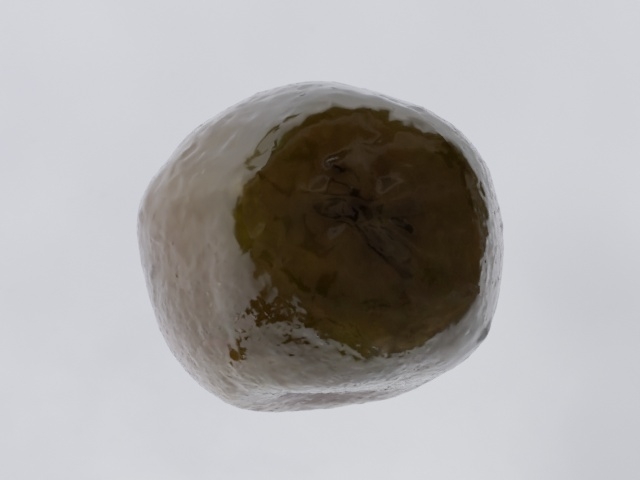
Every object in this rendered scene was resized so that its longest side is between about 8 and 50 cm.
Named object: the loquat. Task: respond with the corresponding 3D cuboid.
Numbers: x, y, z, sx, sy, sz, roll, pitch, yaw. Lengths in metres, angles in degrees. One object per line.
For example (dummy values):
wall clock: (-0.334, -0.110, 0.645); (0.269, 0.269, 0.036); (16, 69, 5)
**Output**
loquat: (0.000, 0.000, 0.966); (0.276, 0.284, 0.276); (4, -103, -16)
